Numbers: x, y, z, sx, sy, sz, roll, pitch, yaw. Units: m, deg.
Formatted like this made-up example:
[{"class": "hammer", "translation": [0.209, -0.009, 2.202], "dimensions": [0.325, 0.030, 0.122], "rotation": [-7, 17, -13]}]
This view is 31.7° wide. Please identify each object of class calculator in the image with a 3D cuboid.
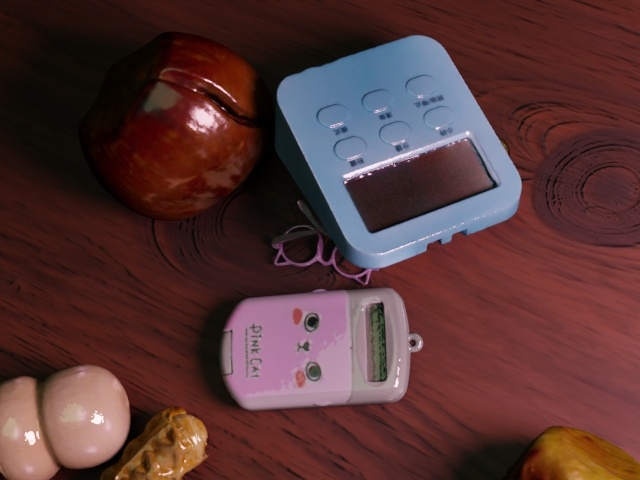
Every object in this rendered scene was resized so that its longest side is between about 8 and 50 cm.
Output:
[{"class": "calculator", "translation": [-0.001, 0.129, 1.335], "dimensions": [0.246, 0.045, 0.141], "rotation": [-4, 72, 12]}]

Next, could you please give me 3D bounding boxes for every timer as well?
[{"class": "timer", "translation": [0.090, -0.104, 1.311], "dimensions": [0.232, 0.091, 0.250], "rotation": [-21, 58, -18]}]

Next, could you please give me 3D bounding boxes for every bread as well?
[{"class": "bread", "translation": [-0.268, 0.344, 1.311], "dimensions": [0.084, 0.077, 0.367], "rotation": [39, 86, 21]}]

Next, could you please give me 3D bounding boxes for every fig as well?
[{"class": "fig", "translation": [0.268, 0.266, 1.174], "dimensions": [0.166, 0.144, 0.154], "rotation": [-9, 104, -11]}]

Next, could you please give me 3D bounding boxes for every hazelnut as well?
[{"class": "hazelnut", "translation": [-0.175, -0.143, 1.401], "dimensions": [0.234, 0.218, 0.218], "rotation": [-43, 66, 18]}]

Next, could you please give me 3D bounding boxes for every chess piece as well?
[{"class": "chess piece", "translation": [-0.374, 0.233, 1.338], "dimensions": [0.300, 0.167, 0.167], "rotation": [-15, 69, 4]}]

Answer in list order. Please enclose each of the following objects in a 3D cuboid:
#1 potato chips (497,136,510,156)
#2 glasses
[{"class": "potato chips", "translation": [0.127, -0.080, 1.385], "dimensions": [0.209, 0.026, 0.142], "rotation": [-38, 71, 2]}, {"class": "glasses", "translation": [0.000, 0.000, 1.345], "dimensions": [0.140, 0.104, 0.062], "rotation": [14, 74, 14]}]
